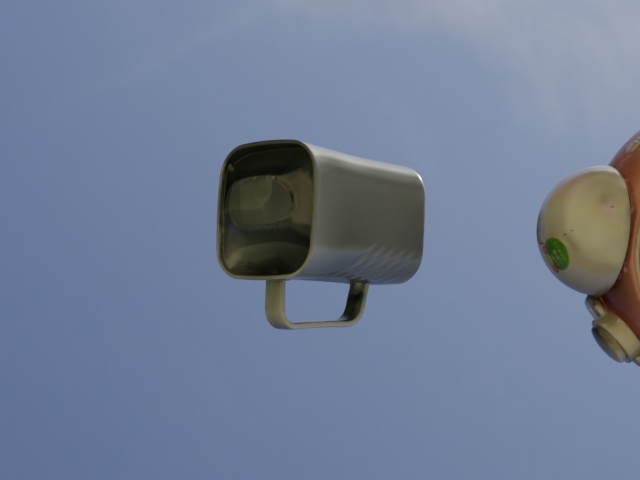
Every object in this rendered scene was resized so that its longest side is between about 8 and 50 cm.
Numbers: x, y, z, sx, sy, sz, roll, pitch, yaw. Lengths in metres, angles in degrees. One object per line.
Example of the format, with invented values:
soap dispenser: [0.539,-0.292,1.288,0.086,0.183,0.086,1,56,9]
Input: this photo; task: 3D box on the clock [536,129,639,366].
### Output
clock: [0.205,0.004,0.930,0.162,0.093,0.166,-42,-75,-12]

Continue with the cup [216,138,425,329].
cup: [0.000,0.000,1.221,0.129,0.095,0.128,7,-98,-45]
